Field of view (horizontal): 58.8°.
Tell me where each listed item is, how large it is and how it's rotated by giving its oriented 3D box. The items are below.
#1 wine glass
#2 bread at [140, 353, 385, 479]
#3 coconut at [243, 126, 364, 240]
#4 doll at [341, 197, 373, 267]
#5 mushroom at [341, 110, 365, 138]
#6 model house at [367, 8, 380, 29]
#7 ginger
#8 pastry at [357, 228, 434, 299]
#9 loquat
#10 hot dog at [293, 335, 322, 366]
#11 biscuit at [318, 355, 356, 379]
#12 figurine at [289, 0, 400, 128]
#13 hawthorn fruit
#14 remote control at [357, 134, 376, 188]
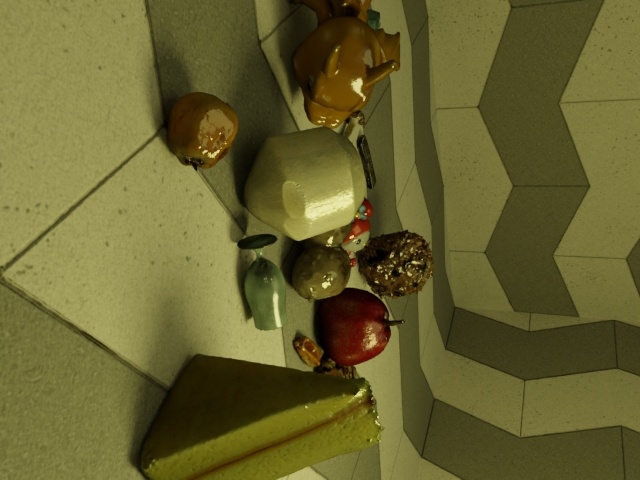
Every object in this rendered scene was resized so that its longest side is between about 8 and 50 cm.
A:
[{"bbox_3d":[-0.123,0.094,1.249,0.093,0.093,0.202,-45,130,-59],"label":"wine glass"},{"bbox_3d":[-0.086,0.364,1.023,0.245,0.361,0.233,-70,152,-42],"label":"bread"},{"bbox_3d":[-0.043,-0.122,1.254,0.237,0.265,0.237,166,-90,-74],"label":"coconut"},{"bbox_3d":[0.082,-0.035,1.684,0.161,0.129,0.290,-14,119,-61],"label":"doll"},{"bbox_3d":[0.091,-0.346,1.776,0.060,0.061,0.187,75,32,-47],"label":"mushroom"},{"bbox_3d":[0.099,-0.598,1.677,0.119,0.148,0.149,-65,162,-51],"label":"model house"},{"bbox_3d":[0.000,0.000,1.491,0.244,0.155,0.304,-8,92,-60],"label":"ginger"},{"bbox_3d":[0.261,0.074,1.970,0.193,0.274,0.275,-92,171,-58],"label":"pastry"},{"bbox_3d":[-0.207,-0.191,0.999,0.137,0.113,0.137,18,90,-71],"label":"loquat"},{"bbox_3d":[-0.035,0.305,1.558,0.144,0.038,0.062,56,45,-52],"label":"hot dog"},{"bbox_3d":[0.048,0.486,1.727,0.334,0.081,0.290,-25,116,-67],"label":"biscuit"},{"bbox_3d":[0.055,-0.514,1.396,0.401,0.268,0.387,67,22,-59],"label":"figurine"},{"bbox_3d":[0.116,0.246,1.640,0.210,0.266,0.230,23,66,-47],"label":"hawthorn fruit"},{"bbox_3d":[0.163,-0.273,1.992,0.212,0.028,0.059,70,35,-42],"label":"remote control"}]
